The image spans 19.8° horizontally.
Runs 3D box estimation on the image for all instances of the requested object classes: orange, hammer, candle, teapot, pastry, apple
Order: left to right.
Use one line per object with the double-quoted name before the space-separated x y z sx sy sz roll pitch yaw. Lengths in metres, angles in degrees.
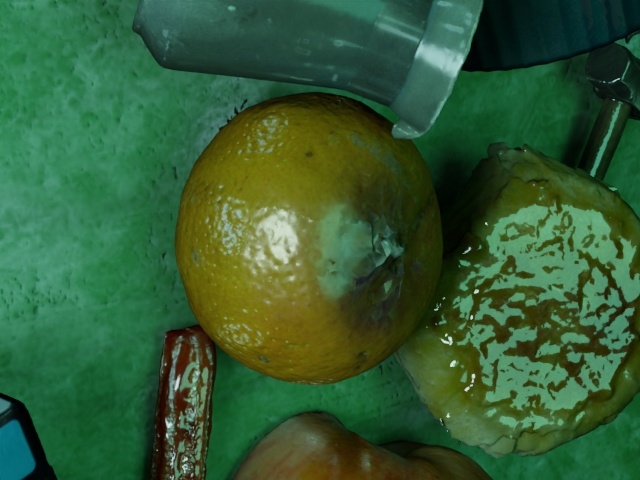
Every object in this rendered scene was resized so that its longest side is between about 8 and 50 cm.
"candle" -0.116 0.228 1.399 0.051 0.048 0.329 -2 98 -63
"orange" 0.000 0.000 1.380 0.224 0.170 0.224 -9 104 -39
"teapot" 0.001 -0.188 1.289 0.225 0.171 0.203 20 90 -7
"apple" 0.063 0.280 1.491 0.293 0.163 0.251 8 93 -44
"pastry" 0.175 0.056 1.557 0.236 0.121 0.257 41 85 -20
"hammer" 0.219 0.003 1.655 0.111 0.043 0.365 31 79 -59

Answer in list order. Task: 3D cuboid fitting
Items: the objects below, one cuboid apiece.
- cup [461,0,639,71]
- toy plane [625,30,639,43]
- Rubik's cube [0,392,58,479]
"cup" 0.123 -0.288 1.396 0.308 0.242 0.292 -37 122 -34
"toy plane" 0.272 -0.263 1.630 0.135 0.062 0.188 -9 121 -7
"Rubik's cube" -0.268 0.189 1.179 0.160 0.163 0.162 -35 123 -32
